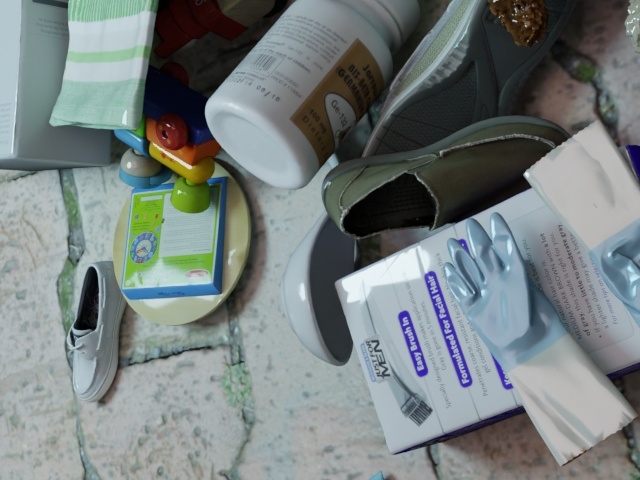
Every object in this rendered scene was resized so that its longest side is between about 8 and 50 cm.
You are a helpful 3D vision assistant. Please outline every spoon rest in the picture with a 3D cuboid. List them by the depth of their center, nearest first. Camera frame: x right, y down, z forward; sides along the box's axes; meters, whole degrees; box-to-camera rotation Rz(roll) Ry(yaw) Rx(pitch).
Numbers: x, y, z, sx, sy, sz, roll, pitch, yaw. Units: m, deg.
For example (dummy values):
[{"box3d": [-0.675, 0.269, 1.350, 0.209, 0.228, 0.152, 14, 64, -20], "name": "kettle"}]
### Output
[{"box3d": [0.000, 0.000, 1.341, 0.084, 0.137, 0.276, -17, 64, 16], "name": "spoon rest"}]

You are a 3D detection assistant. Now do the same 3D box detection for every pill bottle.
[{"box3d": [-0.001, -0.175, 1.284, 0.131, 0.131, 0.229, 23, 65, 35], "name": "pill bottle"}]

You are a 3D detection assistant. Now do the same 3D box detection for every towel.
[{"box3d": [-0.229, -0.284, 1.368, 0.248, 0.038, 0.325, 9, 91, 60], "name": "towel"}]

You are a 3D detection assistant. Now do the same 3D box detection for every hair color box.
[{"box3d": [0.194, 0.063, 1.196, 0.338, 0.110, 0.185, -26, 75, 31], "name": "hair color box"}]

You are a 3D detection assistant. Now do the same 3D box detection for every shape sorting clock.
[{"box3d": [-0.167, 0.000, 1.502, 0.206, 0.040, 0.206, -10, 71, 31], "name": "shape sorting clock"}]

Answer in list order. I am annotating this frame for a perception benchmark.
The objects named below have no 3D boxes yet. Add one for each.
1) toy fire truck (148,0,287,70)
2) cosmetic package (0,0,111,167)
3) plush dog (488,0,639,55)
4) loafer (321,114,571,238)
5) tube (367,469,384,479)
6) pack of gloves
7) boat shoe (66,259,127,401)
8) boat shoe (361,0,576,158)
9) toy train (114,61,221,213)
[{"box3d": [-0.180, -0.302, 1.482, 0.246, 0.158, 0.217, -33, 69, 19], "name": "toy fire truck"}, {"box3d": [-0.368, -0.203, 1.575, 0.224, 0.138, 0.225, 2, 87, 51], "name": "cosmetic package"}, {"box3d": [0.231, -0.291, 1.075, 0.225, 0.210, 0.262, -8, 56, 31], "name": "plush dog"}, {"box3d": [0.124, -0.047, 1.209, 0.251, 0.087, 0.094, -16, 120, 12], "name": "loafer"}, {"box3d": [0.073, 0.351, 1.308, 0.080, 0.052, 0.207, -36, 63, 24], "name": "tube"}, {"box3d": [0.230, 0.045, 1.093, 0.195, 0.046, 0.232, -37, 71, 17], "name": "pack of gloves"}, {"box3d": [-0.285, 0.114, 1.568, 0.066, 0.063, 0.184, 25, 102, 34], "name": "boat shoe"}, {"box3d": [0.141, -0.163, 1.257, 0.320, 0.118, 0.103, -60, 14, 21], "name": "boat shoe"}, {"box3d": [-0.137, -0.090, 1.416, 0.248, 0.105, 0.143, 32, 131, 29], "name": "toy train"}]
